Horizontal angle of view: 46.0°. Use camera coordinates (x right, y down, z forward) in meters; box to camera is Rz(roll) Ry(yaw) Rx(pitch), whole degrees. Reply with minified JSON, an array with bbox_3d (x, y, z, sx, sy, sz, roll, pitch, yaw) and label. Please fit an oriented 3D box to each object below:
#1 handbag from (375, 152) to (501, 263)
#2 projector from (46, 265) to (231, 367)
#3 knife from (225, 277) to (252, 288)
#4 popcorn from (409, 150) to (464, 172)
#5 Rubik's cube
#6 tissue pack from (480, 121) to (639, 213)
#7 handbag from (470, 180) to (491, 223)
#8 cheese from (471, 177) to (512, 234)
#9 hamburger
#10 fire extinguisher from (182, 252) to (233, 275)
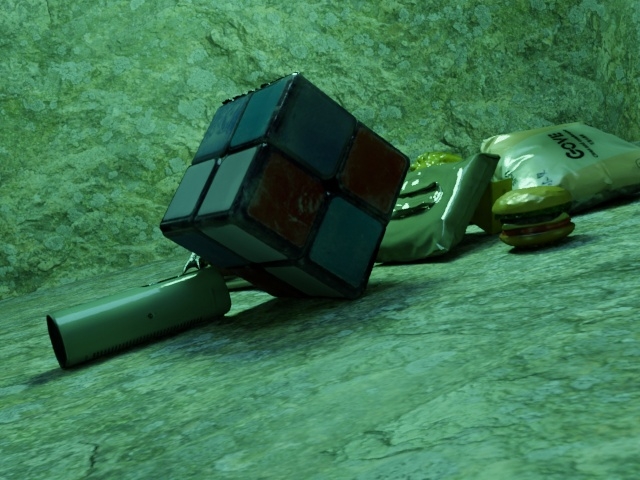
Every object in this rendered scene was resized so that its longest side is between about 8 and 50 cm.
[{"bbox_3d":[0.252,-0.067,1.713,0.253,0.109,0.316,-10,40,47],"label":"handbag"},{"bbox_3d":[-0.342,0.143,1.447,0.337,0.108,0.108,-17,7,-31],"label":"projector"},{"bbox_3d":[-0.187,0.098,1.850,0.089,0.043,0.365,-7,-1,-42],"label":"knife"},{"bbox_3d":[0.413,-0.193,2.573,0.249,0.225,0.249,15,2,0],"label":"popcorn"},{"bbox_3d":[-0.068,-0.087,1.463,0.313,0.318,0.316,33,-20,-29],"label":"Rubik's cube"},{"bbox_3d":[0.625,-0.170,1.916,0.390,0.195,0.375,-14,27,-7],"label":"tissue pack"},{"bbox_3d":[0.417,-0.104,2.193,0.254,0.093,0.308,-13,5,24],"label":"handbag"},{"bbox_3d":[0.367,-0.095,1.825,0.171,0.126,0.093,12,20,43],"label":"cheese"},{"bbox_3d":[0.419,-0.048,1.482,0.162,0.115,0.162,-11,6,1],"label":"hamburger"},{"bbox_3d":[-0.185,0.016,2.003,0.376,0.113,0.200,-8,24,-10],"label":"fire extinguisher"}]
